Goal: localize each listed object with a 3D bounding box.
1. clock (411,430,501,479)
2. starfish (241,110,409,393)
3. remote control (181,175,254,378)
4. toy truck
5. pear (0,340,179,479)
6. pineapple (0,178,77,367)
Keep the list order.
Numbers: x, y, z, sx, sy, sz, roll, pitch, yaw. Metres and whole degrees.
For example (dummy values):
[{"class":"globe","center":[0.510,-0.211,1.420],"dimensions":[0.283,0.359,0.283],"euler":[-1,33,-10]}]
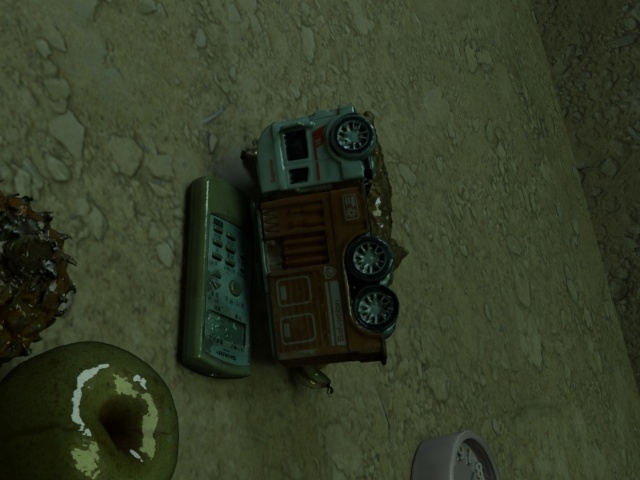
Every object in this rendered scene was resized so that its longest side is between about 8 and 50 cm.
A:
[{"class":"clock","center":[0.216,0.397,1.337],"dimensions":[0.197,0.068,0.196],"euler":[32,51,-49]},{"class":"starfish","center":[0.031,-0.020,1.229],"dimensions":[0.432,0.082,0.323],"euler":[-37,111,-55]},{"class":"remote control","center":[-0.116,0.041,0.998],"dimensions":[0.098,0.038,0.233],"euler":[30,53,-49]},{"class":"toy truck","center":[0.000,0.000,1.038],"dimensions":[0.136,0.162,0.305],"euler":[76,7,-77]},{"class":"pear","center":[-0.198,0.166,0.712],"dimensions":[0.167,0.137,0.167],"euler":[30,52,-46]},{"class":"pineapple","center":[-0.256,0.023,0.681],"dimensions":[0.176,0.137,0.161],"euler":[2,74,-57]}]
